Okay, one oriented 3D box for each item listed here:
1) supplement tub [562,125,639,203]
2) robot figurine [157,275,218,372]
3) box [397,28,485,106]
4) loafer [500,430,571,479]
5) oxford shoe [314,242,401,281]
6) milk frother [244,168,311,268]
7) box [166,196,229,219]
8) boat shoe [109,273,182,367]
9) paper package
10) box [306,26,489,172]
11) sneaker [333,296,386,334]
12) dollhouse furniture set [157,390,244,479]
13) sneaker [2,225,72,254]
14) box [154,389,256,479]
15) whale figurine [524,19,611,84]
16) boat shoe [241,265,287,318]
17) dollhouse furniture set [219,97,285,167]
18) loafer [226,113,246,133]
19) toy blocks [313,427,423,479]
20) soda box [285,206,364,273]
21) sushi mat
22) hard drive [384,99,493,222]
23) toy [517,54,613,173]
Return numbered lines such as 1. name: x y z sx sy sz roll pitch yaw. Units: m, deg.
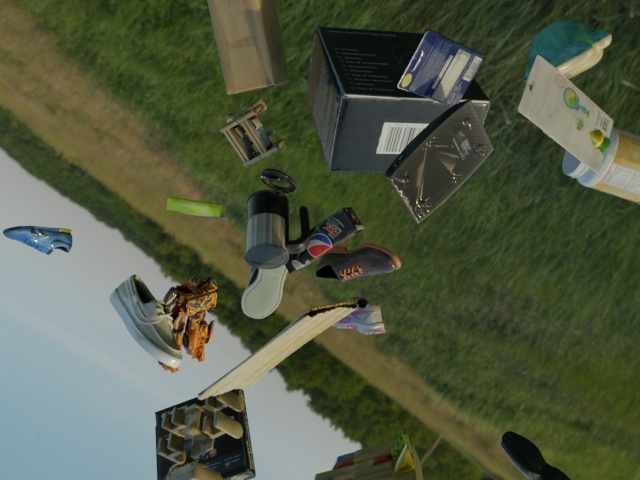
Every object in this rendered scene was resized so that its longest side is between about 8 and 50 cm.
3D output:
1. supplement tub: 0.668 -0.175 1.436 0.200 0.144 0.144 18 171 -2
2. robot figurine: -0.383 0.238 1.870 0.085 0.290 0.211 34 -149 31
3. box: 0.264 -0.384 1.429 0.225 0.136 0.036 4 -147 -45
4. loafer: 0.438 0.469 1.328 0.170 0.062 0.061 45 155 11
5. oxford shoe: 0.097 0.074 1.715 0.271 0.098 0.097 -5 127 48
6. milk frother: -0.093 -0.043 1.203 0.129 0.134 0.143 -14 143 16
7. box: -0.356 -0.093 1.893 0.178 0.042 0.109 8 179 -2
8. boat shoe: -0.365 0.165 1.371 0.258 0.084 0.095 41 -178 30
9. paper package: -0.232 -0.673 2.151 0.309 0.168 0.324 -64 -35 -71
10. box: 0.233 -0.475 2.145 0.471 0.480 0.297 -103 18 -45
11. sneaker: 0.118 0.239 2.122 0.103 0.111 0.252 1 -178 -43
12. dollhouse furniture set: -0.280 0.527 1.609 0.161 0.212 0.242 42 -150 -33
13. sneaker: -0.862 0.000 1.960 0.069 0.082 0.209 -11 168 41
14. box: -0.363 0.626 1.979 0.073 0.296 0.293 63 -171 -51
15. whale figurine: 0.588 -0.462 1.551 0.141 0.216 0.272 62 -156 -5
16. boat shoe: -0.152 0.107 1.869 0.114 0.302 0.091 21 -142 -12
17. dollhouse furniture set: -0.175 -0.326 1.850 0.129 0.183 0.129 -22 112 28
18. loafer: -0.269 -0.378 2.077 0.039 0.045 0.125 11 171 11
19. toy blocks: 0.101 0.569 1.463 0.381 0.261 0.190 -2 -106 -84
20. soda box: 0.000 0.000 1.272 0.053 0.169 0.060 58 -161 6
21. sushi mat: -0.077 0.196 1.131 0.151 0.316 0.019 -2 -122 -53
22. hard drive: 0.264 -0.180 1.434 0.172 0.255 0.054 51 172 -38
23. toy: 0.483 -0.245 1.284 0.237 0.136 0.056 30 160 -18
